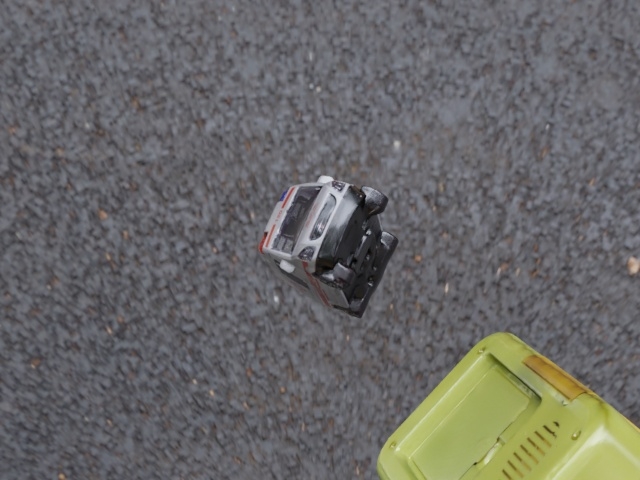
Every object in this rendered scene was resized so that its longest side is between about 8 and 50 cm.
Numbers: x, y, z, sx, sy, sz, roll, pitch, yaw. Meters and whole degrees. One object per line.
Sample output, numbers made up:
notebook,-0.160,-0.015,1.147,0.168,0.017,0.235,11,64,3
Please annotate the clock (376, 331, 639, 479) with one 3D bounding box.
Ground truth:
clock,0.125,0.150,0.701,0.143,0.202,0.096,-45,104,0

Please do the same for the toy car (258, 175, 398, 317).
toy car,0.000,0.000,0.990,0.108,0.209,0.089,24,80,12
